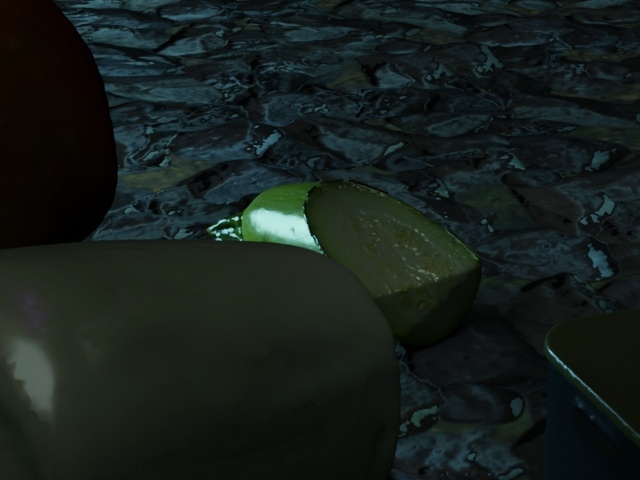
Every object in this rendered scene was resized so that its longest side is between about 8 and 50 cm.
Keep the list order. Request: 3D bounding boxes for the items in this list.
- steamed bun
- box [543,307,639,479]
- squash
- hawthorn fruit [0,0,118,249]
[{"bbox_3d":[-0.085,0.083,0.616,0.225,0.200,0.170,-6,45,-45],"label":"steamed bun"},{"bbox_3d":[0.212,0.094,0.714,0.201,0.090,0.144,-7,24,-19],"label":"box"},{"bbox_3d":[0.000,-0.002,0.958,0.200,0.075,0.090,20,55,41],"label":"squash"},{"bbox_3d":[-0.255,-0.030,0.728,0.298,0.277,0.277,26,8,-32],"label":"hawthorn fruit"}]
